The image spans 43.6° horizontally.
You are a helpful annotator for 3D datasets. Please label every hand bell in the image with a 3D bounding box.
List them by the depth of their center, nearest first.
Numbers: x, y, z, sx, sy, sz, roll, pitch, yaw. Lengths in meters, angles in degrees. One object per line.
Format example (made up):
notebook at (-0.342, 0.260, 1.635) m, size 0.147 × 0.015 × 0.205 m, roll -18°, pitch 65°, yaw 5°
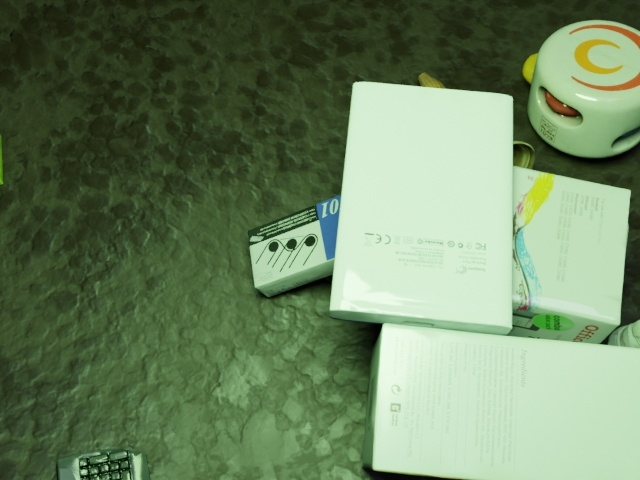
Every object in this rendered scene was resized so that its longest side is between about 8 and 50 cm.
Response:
hand bell at (0.216, -0.182, 1.257) m, size 0.126 × 0.126 × 0.242 m, roll -23°, pitch 55°, yaw -11°

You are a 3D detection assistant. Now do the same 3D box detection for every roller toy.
roller toy at (0.422, -0.230, 1.242) m, size 0.210 × 0.146 × 0.191 m, roll 5°, pitch 56°, yaw 8°

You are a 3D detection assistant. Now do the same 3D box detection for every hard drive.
hard drive at (0.131, -0.048, 0.993) m, size 0.210 × 0.040 × 0.318 m, roll 6°, pitch 65°, yaw 2°

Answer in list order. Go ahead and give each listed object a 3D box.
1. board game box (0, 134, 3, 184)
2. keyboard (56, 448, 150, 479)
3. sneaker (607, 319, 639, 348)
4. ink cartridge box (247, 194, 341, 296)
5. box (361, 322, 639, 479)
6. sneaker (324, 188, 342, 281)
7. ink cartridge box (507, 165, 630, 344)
board game box at (-0.520, -0.162, 1.176) m, size 0.043 × 0.181 × 0.092 m, roll -11°, pitch 66°, yaw -6°
keyboard at (-0.297, 0.426, 0.991) m, size 0.202 × 0.033 × 0.317 m, roll -12°, pitch 65°, yaw -6°
sneaker at (0.521, 0.152, 1.082) m, size 0.232 × 0.115 × 0.090 m, roll 5°, pitch 65°, yaw 1°
ink cartridge box at (0.000, 0.000, 1.137) m, size 0.207 × 0.046 × 0.097 m, roll -20°, pitch 59°, yaw 17°
box at (0.233, 0.216, 0.984) m, size 0.346 × 0.215 × 0.168 m, roll 5°, pitch 74°, yaw 2°
sneaker at (0.035, -0.023, 1.195) m, size 0.089 × 0.051 × 0.170 m, roll 34°, pitch 73°, yaw 25°
ink cartridge box at (0.252, 0.029, 1.091) m, size 0.270 × 0.198 × 0.197 m, roll 12°, pitch 65°, yaw 5°
